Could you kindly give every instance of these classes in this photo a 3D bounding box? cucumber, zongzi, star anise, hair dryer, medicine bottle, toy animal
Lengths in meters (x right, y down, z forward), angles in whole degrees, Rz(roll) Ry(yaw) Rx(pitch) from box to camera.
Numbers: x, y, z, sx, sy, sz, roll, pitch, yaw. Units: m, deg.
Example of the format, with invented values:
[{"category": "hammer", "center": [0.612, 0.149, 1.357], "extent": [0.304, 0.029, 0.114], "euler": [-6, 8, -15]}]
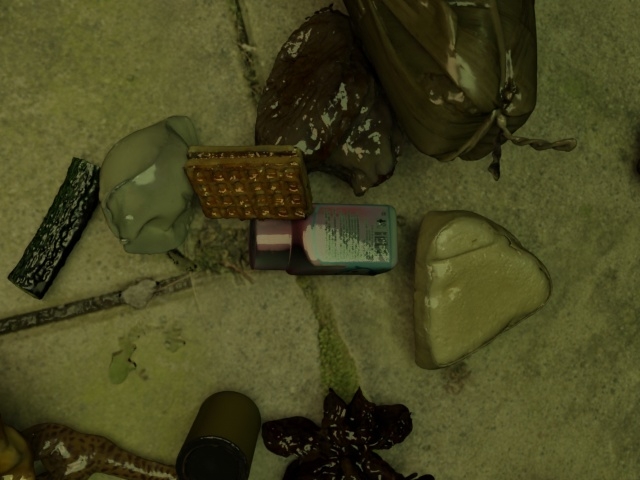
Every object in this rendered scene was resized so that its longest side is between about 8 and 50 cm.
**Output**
[{"category": "cucumber", "center": [-0.335, -0.014, 0.903], "extent": [0.058, 0.058, 0.187], "euler": [27, 80, -11]}, {"category": "zongzi", "center": [0.043, -0.301, 0.840], "extent": [0.467, 0.218, 0.500], "euler": [12, 66, -15]}, {"category": "star anise", "center": [0.034, 0.290, 0.947], "extent": [0.220, 0.126, 0.190], "euler": [-22, 89, -10]}, {"category": "hair dryer", "center": [-0.134, 0.347, 0.918], "extent": [0.090, 0.135, 0.278], "euler": [5, 105, 1]}, {"category": "medicine bottle", "center": [0.000, 0.000, 0.948], "extent": [0.188, 0.119, 0.094], "euler": [1, 83, -13]}, {"category": "toy animal", "center": [-0.308, 0.300, 0.902], "extent": [0.276, 0.054, 0.149], "euler": [-9, 93, -14]}]

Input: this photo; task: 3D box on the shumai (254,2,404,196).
[{"category": "shumai", "center": [0.015, -0.165, 0.960], "extent": [0.185, 0.184, 0.218], "euler": [36, 44, -49]}]

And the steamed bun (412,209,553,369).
[{"category": "steamed bun", "center": [0.203, 0.045, 1.000], "extent": [0.231, 0.110, 0.212], "euler": [-26, 111, -16]}]

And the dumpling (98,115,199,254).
[{"category": "dumpling", "center": [-0.206, -0.067, 0.906], "extent": [0.181, 0.111, 0.155], "euler": [-38, 129, -21]}]

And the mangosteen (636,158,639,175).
[{"category": "mangosteen", "center": [0.570, -0.136, 1.086], "extent": [0.152, 0.152, 0.152], "euler": [0, 88, -13]}]

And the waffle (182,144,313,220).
[{"category": "waffle", "center": [-0.086, -0.071, 0.866], "extent": [0.148, 0.102, 0.042], "euler": [1, 49, 13]}]

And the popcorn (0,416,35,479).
[{"category": "popcorn", "center": [-0.488, 0.229, 0.704], "extent": [0.349, 0.381, 0.349], "euler": [4, 67, -9]}]
